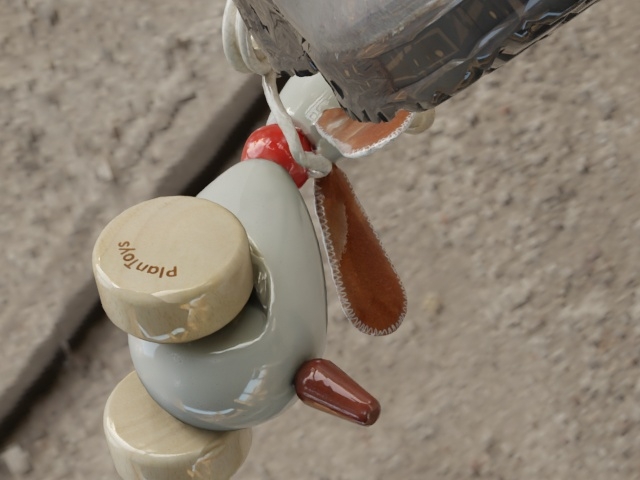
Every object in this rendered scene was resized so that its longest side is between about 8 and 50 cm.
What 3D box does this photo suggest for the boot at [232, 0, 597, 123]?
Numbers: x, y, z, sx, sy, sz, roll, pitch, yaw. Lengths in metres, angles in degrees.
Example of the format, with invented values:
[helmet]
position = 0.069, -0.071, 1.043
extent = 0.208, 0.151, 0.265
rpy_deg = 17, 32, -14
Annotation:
[boot]
position = -0.018, -0.151, 0.423
extent = 0.222, 0.118, 0.338
rpy_deg = 56, 167, -13

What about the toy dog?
[toy dog]
position = 0.000, 0.000, 0.979
extent = 0.161, 0.333, 0.220
rpy_deg = 17, 156, 17
